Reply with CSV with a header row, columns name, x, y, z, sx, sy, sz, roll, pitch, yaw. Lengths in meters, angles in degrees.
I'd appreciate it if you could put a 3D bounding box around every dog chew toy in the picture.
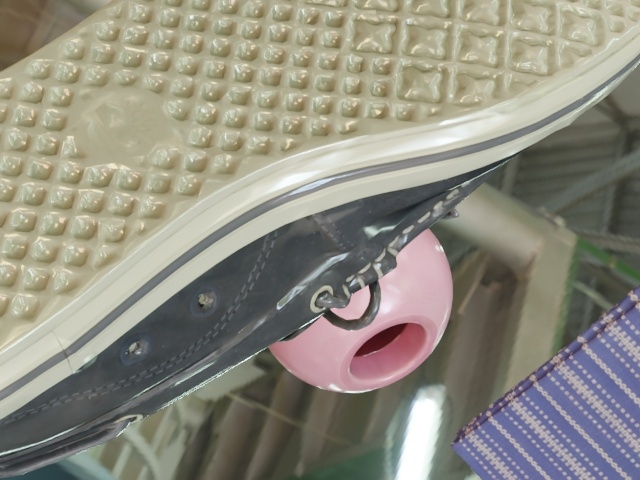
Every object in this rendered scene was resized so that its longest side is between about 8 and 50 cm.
name,x,y,z,sx,sy,sz,roll,pitch,yaw
dog chew toy,0.000,0.000,1.240,0.207,0.206,0.332,-53,-133,25

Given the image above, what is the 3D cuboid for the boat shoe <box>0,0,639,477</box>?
name,x,y,z,sx,sy,sz,roll,pitch,yaw
boat shoe,-0.034,-0.042,0.593,0.500,0.187,0.156,-32,156,-19

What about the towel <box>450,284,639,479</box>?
name,x,y,z,sx,sy,sz,roll,pitch,yaw
towel,0.304,0.194,1.102,0.040,0.243,0.336,-40,174,-49
